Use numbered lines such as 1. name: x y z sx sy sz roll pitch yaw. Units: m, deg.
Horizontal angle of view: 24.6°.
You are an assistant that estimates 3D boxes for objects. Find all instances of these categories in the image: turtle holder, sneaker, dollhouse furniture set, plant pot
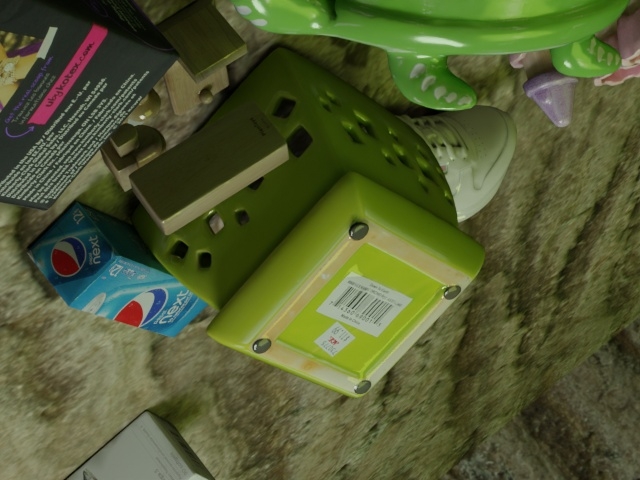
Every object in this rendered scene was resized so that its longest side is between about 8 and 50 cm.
1. turtle holder: 0.071 -0.244 1.013 0.320 0.243 0.227 2 122 -3
2. sneaker: 0.102 -0.079 1.557 0.305 0.114 0.152 -28 155 -28
3. dollhouse furniture set: -0.101 -0.078 1.186 0.144 0.151 0.123 -33 157 -13
4. plant pot: 0.000 0.000 1.336 0.228 0.207 0.227 28 111 -42

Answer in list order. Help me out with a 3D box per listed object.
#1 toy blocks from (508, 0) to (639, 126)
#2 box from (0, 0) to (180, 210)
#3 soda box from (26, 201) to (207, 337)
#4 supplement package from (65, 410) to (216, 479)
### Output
1. toy blocks: 0.369 -0.204 1.432 0.309 0.260 0.288 -21 169 31
2. box: -0.236 -0.133 0.844 0.143 0.165 0.270 -47 157 14
3. soda box: -0.179 0.031 1.365 0.067 0.071 0.210 -44 158 8
4. supplement package: -0.229 0.307 1.753 0.179 0.105 0.105 -41 158 -1
